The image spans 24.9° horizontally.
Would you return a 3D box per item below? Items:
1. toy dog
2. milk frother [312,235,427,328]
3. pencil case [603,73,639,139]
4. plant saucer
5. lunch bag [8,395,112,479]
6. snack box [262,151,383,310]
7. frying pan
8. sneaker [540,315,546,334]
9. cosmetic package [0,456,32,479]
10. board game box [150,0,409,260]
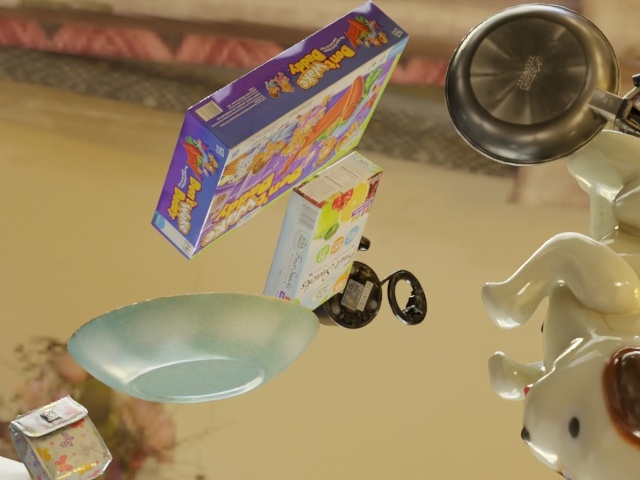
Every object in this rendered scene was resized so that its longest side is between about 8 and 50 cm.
[{"bbox_3d":[0.368,0.136,1.634,0.408,0.395,0.284,-56,161,-44],"label":"toy dog"},{"bbox_3d":[0.040,0.072,1.825,0.129,0.143,0.134,-53,-159,-20],"label":"milk frother"},{"bbox_3d":[0.514,-0.100,2.087,0.410,0.183,0.160,42,61,-65],"label":"pencil case"},{"bbox_3d":[-0.095,0.091,1.108,0.195,0.195,0.037,127,-39,-60],"label":"plant saucer"},{"bbox_3d":[-0.254,0.196,1.403,0.083,0.071,0.053,57,-37,20],"label":"lunch bag"},{"bbox_3d":[0.000,0.000,1.307,0.037,0.100,0.141,33,-52,21],"label":"snack box"},{"bbox_3d":[0.274,-0.136,1.593,0.326,0.197,0.053,47,-2,23],"label":"frying pan"},{"bbox_3d":[0.427,0.215,2.164,0.145,0.147,0.385,-54,144,-31],"label":"sneaker"},{"bbox_3d":[-0.416,0.458,1.561,0.284,0.097,0.377,-50,154,-62],"label":"cosmetic package"},{"bbox_3d":[-0.052,-0.146,1.900,0.078,0.347,0.233,43,-37,14],"label":"board game box"}]
